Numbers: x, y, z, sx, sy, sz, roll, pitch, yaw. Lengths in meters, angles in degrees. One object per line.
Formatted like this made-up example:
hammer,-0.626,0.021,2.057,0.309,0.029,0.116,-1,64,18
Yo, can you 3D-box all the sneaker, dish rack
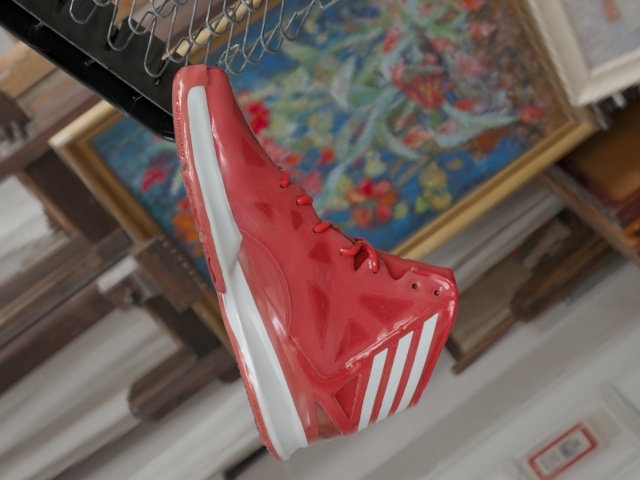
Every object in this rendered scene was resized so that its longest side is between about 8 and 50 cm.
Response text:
sneaker,0.000,0.000,0.629,0.087,0.128,0.221,-131,25,-76
dish rack,-0.106,-0.197,0.862,0.208,0.271,0.074,34,-127,-28
